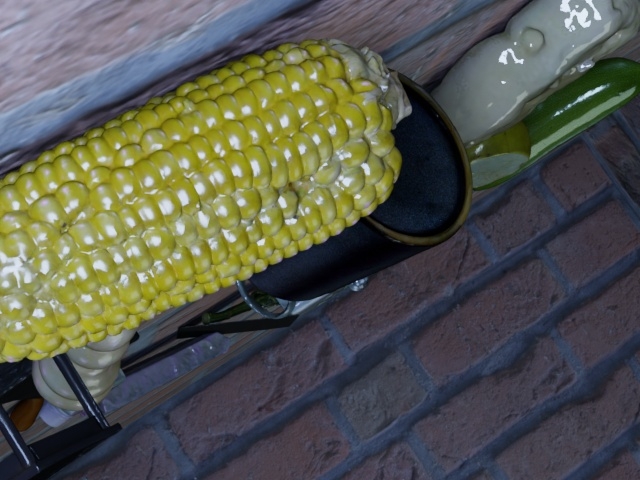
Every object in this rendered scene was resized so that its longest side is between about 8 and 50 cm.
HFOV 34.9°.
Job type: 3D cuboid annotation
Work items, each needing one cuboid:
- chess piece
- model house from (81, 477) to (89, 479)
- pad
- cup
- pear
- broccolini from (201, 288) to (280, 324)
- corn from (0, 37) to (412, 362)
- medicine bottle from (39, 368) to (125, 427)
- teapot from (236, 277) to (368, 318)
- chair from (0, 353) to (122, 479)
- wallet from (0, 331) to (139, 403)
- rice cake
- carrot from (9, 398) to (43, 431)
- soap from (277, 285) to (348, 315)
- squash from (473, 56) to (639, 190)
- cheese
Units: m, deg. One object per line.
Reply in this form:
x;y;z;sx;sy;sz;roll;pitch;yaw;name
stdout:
-0.239;0.101;1.058;0.094;0.094;0.170;-29;164;-39;chess piece
-0.452;0.418;1.237;0.340;0.323;0.300;-34;175;2;model house
-0.151;0.155;1.824;0.211;0.003;0.143;-5;167;-11;pad
-0.016;-0.056;0.880;0.177;0.239;0.166;-33;-141;48;cup
0.233;-0.144;1.488;0.141;0.104;0.141;-13;159;-5;pear
-0.141;0.118;1.883;0.239;0.051;0.054;-16;119;-53;broccolini
-0.089;-0.024;0.622;0.347;0.130;0.130;-28;172;-18;corn
-0.347;0.215;1.461;0.118;0.055;0.074;-36;176;12;medicine bottle
0.000;0.000;1.170;0.239;0.149;0.162;-36;175;17;teapot
-0.252;0.193;0.827;0.141;0.260;0.154;-36;174;14;chair
-0.327;0.160;1.273;0.146;0.030;0.285;-31;173;5;wallet
-0.291;0.228;1.762;0.106;0.050;0.298;-19;-177;43;rice cake
-0.407;0.234;1.421;0.035;0.035;0.142;-28;166;-41;carrot
0.042;0.036;1.907;0.289;0.095;0.173;-33;173;-4;soap
0.386;-0.203;1.781;0.395;0.107;0.107;-35;174;21;squash
0.231;-0.195;1.124;0.263;0.093;0.159;-37;172;34;cheese
